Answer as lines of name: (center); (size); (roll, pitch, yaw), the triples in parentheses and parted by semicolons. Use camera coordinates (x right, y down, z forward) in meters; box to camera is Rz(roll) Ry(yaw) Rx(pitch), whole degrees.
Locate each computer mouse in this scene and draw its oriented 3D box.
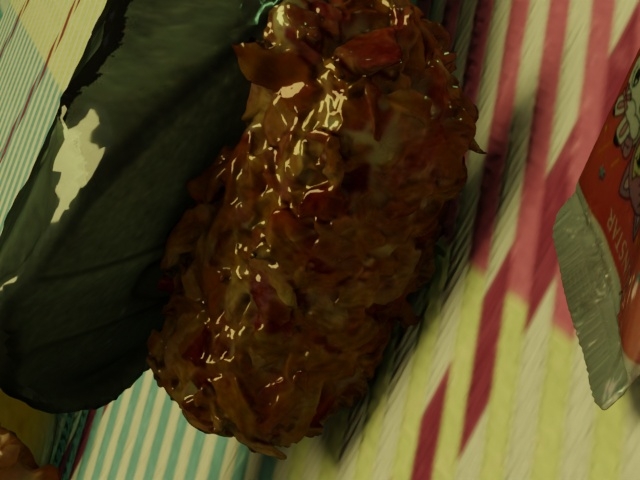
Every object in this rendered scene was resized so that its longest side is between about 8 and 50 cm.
computer mouse: (-0.031, -0.078, 0.778); (0.203, 0.114, 0.374); (-56, 12, 43)

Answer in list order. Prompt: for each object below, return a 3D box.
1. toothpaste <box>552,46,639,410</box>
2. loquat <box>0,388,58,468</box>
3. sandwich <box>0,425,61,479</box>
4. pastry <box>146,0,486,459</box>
toothpaste: (0.115, -0.071, 0.458); (0.089, 0.057, 0.234); (-93, 25, -57)
loquat: (-0.232, 0.110, 1.050); (0.179, 0.179, 0.227); (-40, 31, 55)
sandwich: (-0.123, 0.126, 0.659); (0.160, 0.109, 0.185); (-27, 80, 57)
pastry: (0.002, 0.000, 0.642); (0.063, 0.087, 0.169); (52, 131, 44)
